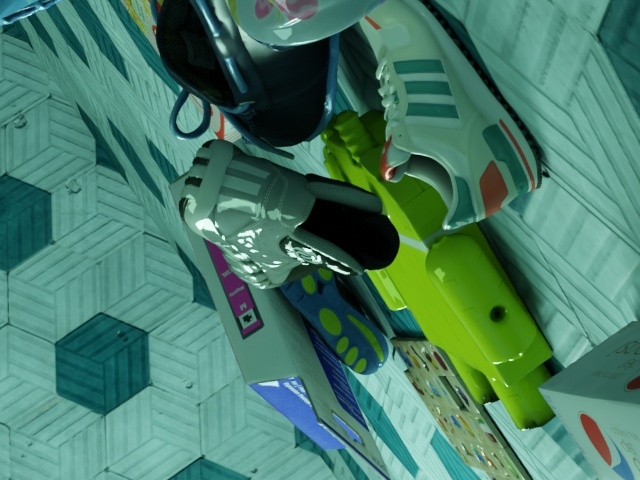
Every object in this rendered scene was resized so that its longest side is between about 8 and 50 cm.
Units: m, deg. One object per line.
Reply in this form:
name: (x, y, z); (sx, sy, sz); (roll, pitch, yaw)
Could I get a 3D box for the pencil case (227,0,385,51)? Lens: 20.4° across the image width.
pencil case: (-0.042, -0.229, 0.872); (0.124, 0.113, 0.273); (33, 157, 48)

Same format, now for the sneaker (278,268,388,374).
sneaker: (-0.001, 0.061, 1.848); (0.188, 0.067, 0.078); (55, 168, -6)

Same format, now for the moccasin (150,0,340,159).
moccasin: (-0.057, -0.150, 1.167); (0.342, 0.117, 0.137); (96, 156, -70)

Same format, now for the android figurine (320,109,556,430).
android figurine: (0.079, 0.014, 1.306); (0.273, 0.056, 0.248); (57, 171, -18)

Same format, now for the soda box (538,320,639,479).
soda box: (0.188, 0.089, 0.932); (0.069, 0.074, 0.216); (56, 171, -4)

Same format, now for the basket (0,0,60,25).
basket: (-0.260, -0.267, 1.447); (0.289, 0.255, 0.201); (-117, 3, -46)

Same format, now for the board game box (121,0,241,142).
board game box: (-0.126, -0.192, 1.669); (0.193, 0.045, 0.147); (54, 171, 8)

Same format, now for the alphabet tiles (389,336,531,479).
alphabet tiles: (0.139, 0.176, 1.719); (0.198, 0.009, 0.237); (56, 171, -3)

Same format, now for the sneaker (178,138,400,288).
sneaker: (0.000, 0.000, 1.241); (0.132, 0.086, 0.229); (16, 176, 21)

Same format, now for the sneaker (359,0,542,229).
sneaker: (0.055, -0.077, 1.030); (0.161, 0.075, 0.057); (53, 171, 14)

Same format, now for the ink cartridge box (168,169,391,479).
ink cartridge box: (-0.043, 0.093, 1.854); (0.176, 0.069, 0.371); (47, -167, -50)
